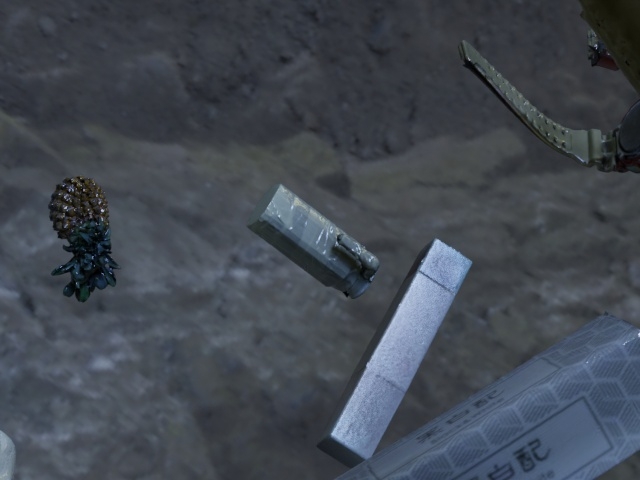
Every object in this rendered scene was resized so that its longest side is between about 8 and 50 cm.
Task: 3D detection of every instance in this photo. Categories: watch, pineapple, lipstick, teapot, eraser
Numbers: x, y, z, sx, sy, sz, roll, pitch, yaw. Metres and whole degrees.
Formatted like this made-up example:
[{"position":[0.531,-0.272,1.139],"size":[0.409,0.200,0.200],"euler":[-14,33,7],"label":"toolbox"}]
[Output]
[{"position":[0.305,-0.178,1.615],"size":[0.268,0.165,0.102],"euler":[34,43,-29],"label":"watch"},{"position":[-0.332,-0.011,1.927],"size":[0.083,0.221,0.103],"euler":[33,112,-34],"label":"pineapple"},{"position":[0.114,0.169,2.114],"size":[0.371,0.076,0.080],"euler":[-59,-174,-26],"label":"lipstick"},{"position":[0.000,0.000,2.044],"size":[0.200,0.107,0.077],"euler":[37,59,-16],"label":"teapot"},{"position":[0.106,0.205,1.159],"size":[0.404,0.096,0.098],"euler":[-31,98,-6],"label":"eraser"}]

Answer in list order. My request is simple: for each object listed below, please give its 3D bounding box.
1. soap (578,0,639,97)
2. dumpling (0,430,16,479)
[{"position":[0.266,-0.072,0.625],"size":[0.199,0.091,0.315],"euler":[-39,101,-17],"label":"soap"},{"position":[-0.476,0.294,1.873],"size":[0.155,0.181,0.111],"euler":[71,33,-77],"label":"dumpling"}]
